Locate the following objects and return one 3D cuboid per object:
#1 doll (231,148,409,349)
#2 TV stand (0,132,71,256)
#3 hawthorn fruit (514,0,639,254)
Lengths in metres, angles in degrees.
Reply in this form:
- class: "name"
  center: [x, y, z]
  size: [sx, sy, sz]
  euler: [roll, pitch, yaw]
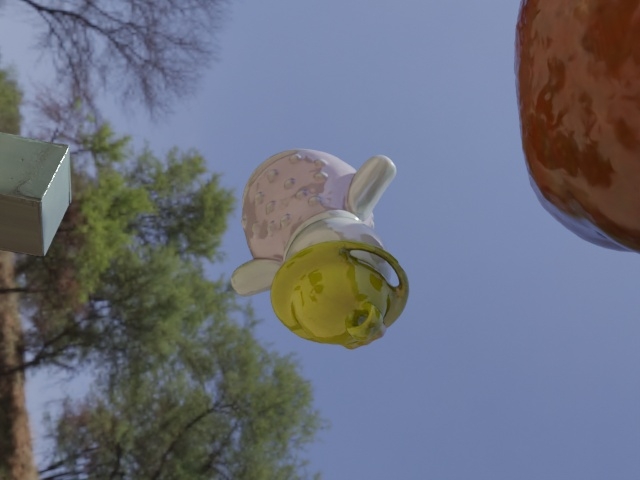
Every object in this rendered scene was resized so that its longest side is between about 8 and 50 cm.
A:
- class: "doll"
  center: [0.000, 0.000, 0.469]
  size: [0.129, 0.081, 0.207]
  euler: [-39, -152, 6]
- class: "TV stand"
  center: [-0.385, -0.064, 0.729]
  size: [0.088, 0.270, 0.082]
  euler: [-83, -172, -46]
- class: "hawthorn fruit"
  center: [0.194, -0.115, 0.442]
  size: [0.199, 0.199, 0.251]
  euler: [-19, -88, 57]
